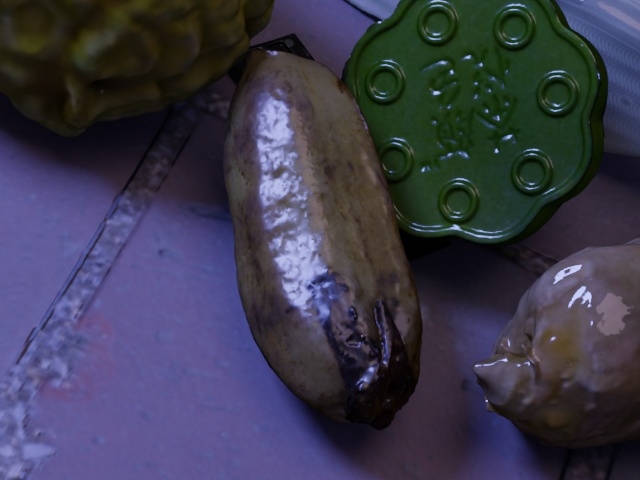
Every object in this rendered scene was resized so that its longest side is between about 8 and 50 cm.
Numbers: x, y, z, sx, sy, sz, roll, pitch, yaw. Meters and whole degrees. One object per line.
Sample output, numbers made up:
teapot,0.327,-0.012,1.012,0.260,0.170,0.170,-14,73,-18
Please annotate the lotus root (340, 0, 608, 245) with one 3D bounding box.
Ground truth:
lotus root,0.122,-0.083,1.287,0.186,0.186,0.186,10,51,-13

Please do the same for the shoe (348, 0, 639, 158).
shoe,0.155,-0.198,1.393,0.363,0.131,0.160,31,50,14

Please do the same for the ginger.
ginger,0.216,0.071,1.201,0.267,0.138,0.152,12,56,-18

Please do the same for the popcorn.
popcorn,-0.154,-0.204,1.219,0.270,0.224,0.258,-22,59,-39

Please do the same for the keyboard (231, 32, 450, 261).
keyboard,0.011,-0.064,1.309,0.067,0.011,0.202,-22,64,-31

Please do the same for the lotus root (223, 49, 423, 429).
lotus root,0.000,0.000,1.186,0.110,0.097,0.258,2,65,-32
